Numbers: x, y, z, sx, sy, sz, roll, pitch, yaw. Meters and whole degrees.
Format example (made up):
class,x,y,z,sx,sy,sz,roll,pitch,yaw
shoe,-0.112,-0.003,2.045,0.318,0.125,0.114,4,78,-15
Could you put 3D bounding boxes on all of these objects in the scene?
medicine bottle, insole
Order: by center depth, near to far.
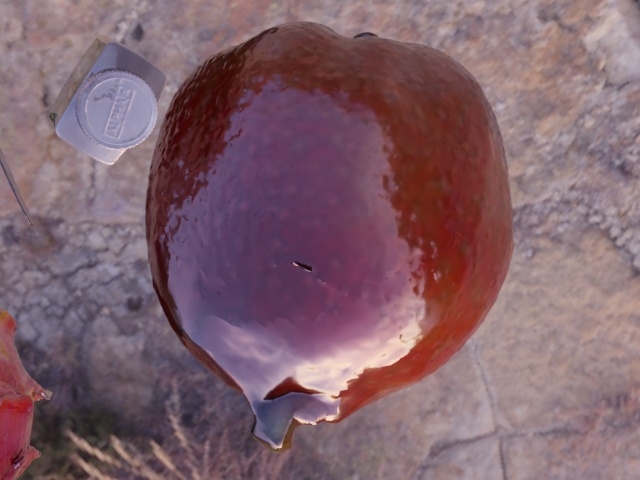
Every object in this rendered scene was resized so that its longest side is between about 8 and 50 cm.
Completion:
class,x,y,z,sx,sy,sz,roll,pitch,yaw
medicine bottle,-0.245,-0.162,1.269,0.088,0.188,0.132,33,92,-22
insole,-0.576,-0.165,1.940,0.327,0.007,0.111,62,173,16

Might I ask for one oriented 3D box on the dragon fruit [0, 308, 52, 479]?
class,x,y,z,sx,sy,sz,roll,pitch,yaw
dragon fruit,-0.497,0.253,1.373,0.249,0.386,0.370,36,132,19

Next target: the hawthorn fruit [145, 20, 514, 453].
class,x,y,z,sx,sy,sz,roll,pitch,yaw
hawthorn fruit,0.000,0.000,0.485,0.169,0.169,0.188,10,81,25
